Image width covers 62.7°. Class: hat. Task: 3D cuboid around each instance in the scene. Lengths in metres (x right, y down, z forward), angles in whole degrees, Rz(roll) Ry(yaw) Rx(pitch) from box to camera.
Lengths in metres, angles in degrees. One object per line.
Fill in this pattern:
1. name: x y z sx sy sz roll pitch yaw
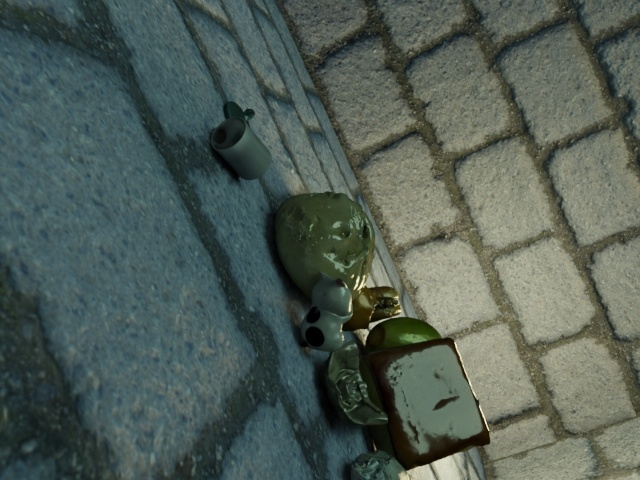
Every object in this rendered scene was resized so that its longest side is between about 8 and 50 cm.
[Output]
1. hat: 0.066 0.387 1.316 0.245 0.149 0.214 110 -38 -54

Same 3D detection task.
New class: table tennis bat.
1. table tennis bat: -0.223 -0.347 1.506 0.201 0.033 0.124 -76 142 -65

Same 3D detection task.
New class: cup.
1. cup: -0.194 -0.236 1.285 0.133 0.099 0.136 48 23 -51

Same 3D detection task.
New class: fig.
1. fig: 0.274 0.378 1.768 0.326 0.258 0.258 27 38 -42

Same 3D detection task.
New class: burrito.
1. burrito: 0.172 0.603 1.266 0.445 0.101 0.139 55 21 -37

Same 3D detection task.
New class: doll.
1. doll: 0.017 0.175 1.256 0.107 0.181 0.110 21 -2 -43

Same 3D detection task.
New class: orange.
1. orange: 0.099 0.201 1.575 0.156 0.134 0.157 10 90 -77

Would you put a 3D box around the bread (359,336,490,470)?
1. bread: 0.288 0.463 1.502 0.333 0.143 0.324 -5 63 -28

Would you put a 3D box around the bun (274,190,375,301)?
1. bun: 0.026 0.018 1.435 0.326 0.234 0.362 71 20 -2

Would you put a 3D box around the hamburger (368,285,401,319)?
1. hamburger: 0.174 0.214 1.746 0.191 0.181 0.118 20 53 -76
